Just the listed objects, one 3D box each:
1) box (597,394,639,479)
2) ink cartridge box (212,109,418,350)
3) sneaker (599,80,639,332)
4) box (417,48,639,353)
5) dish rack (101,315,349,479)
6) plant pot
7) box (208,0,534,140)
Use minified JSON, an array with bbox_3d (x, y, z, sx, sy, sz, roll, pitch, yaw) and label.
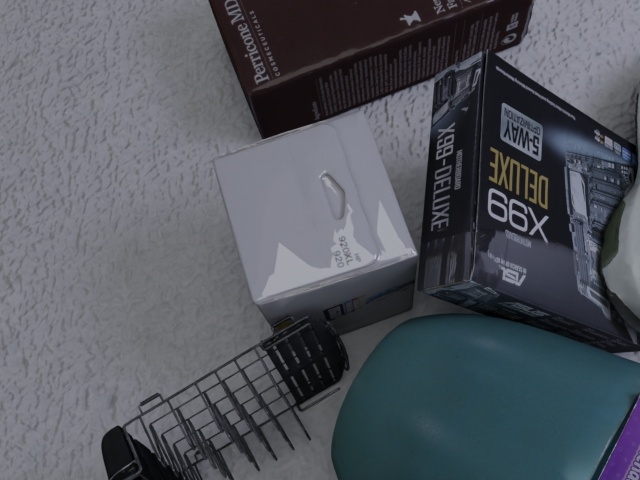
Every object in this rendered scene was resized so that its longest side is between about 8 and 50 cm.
[{"bbox_3d":[0.280,0.279,0.671,0.057,0.293,0.201,21,69,38],"label":"box"},{"bbox_3d":[0.000,0.000,0.857,0.168,0.233,0.171,-19,70,-1],"label":"ink cartridge box"},{"bbox_3d":[0.449,-0.082,0.836,0.158,0.182,0.411,36,62,-28],"label":"sneaker"},{"bbox_3d":[0.243,-0.027,0.831,0.307,0.076,0.243,21,67,-34],"label":"box"},{"bbox_3d":[-0.083,0.194,0.820,0.271,0.208,0.074,-30,59,-7],"label":"dish rack"},{"bbox_3d":[0.154,0.207,0.755,0.235,0.293,0.293,25,74,30],"label":"plant pot"},{"bbox_3d":[0.061,-0.299,1.008,0.381,0.143,0.191,-23,71,-1],"label":"box"}]
